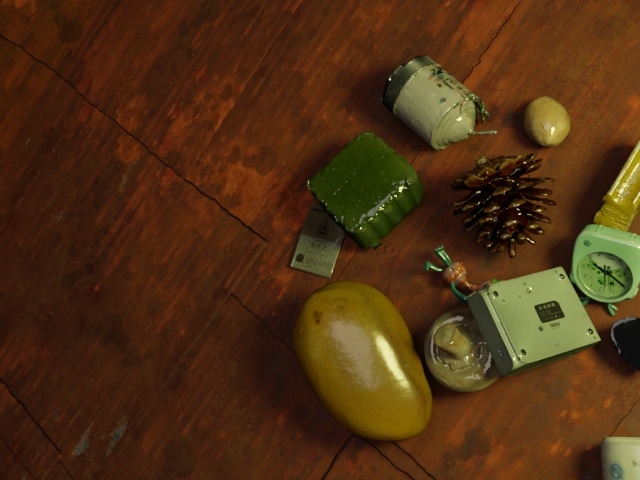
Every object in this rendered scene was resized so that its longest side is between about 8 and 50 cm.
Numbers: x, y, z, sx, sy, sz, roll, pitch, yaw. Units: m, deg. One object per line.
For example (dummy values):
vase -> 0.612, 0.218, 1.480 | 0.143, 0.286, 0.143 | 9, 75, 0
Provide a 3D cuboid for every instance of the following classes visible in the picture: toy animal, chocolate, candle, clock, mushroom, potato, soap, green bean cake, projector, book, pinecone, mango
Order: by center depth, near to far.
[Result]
chocolate -> 0.734, 0.232, 1.552 | 0.148, 0.080, 0.125 | -5, 86, 16
projector -> 0.493, 0.183, 1.591 | 0.250, 0.108, 0.198 | -11, 66, -20
clock -> 0.663, 0.074, 1.597 | 0.159, 0.066, 0.211 | 20, 124, 27
soap -> 0.725, -0.121, 1.599 | 0.080, 0.160, 0.258 | 30, 92, 26
mushroom -> 0.339, 0.256, 1.652 | 0.207, 0.215, 0.207 | -13, 63, 26
pinecone -> 0.449, -0.087, 1.682 | 0.264, 0.264, 0.264 | -6, 74, 23
mango -> 0.107, 0.308, 1.743 | 0.300, 0.232, 0.446 | -38, 72, 7
toy animal -> 0.361, 0.102, 1.745 | 0.208, 0.100, 0.103 | 37, 55, 16
potato -> 0.578, -0.301, 1.748 | 0.112, 0.112, 0.147 | -23, 61, 18
candle -> 0.327, -0.342, 1.826 | 0.187, 0.187, 0.330 | -47, 64, 7
green bean cake -> 0.127, -0.138, 1.878 | 0.250, 0.156, 0.247 | -43, 60, 0
book -> 0.000, 0.000, 1.985 | 0.138, 0.016, 0.199 | 15, 83, 27

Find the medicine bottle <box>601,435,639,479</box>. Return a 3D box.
medicine bottle -> 0.685, 0.564, 1.438 | 0.170, 0.170, 0.293 | -5, 76, 24

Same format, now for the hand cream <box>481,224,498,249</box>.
hand cream -> 0.447, -0.012, 1.784 | 0.030, 0.019, 0.093 | -29, 60, 18
